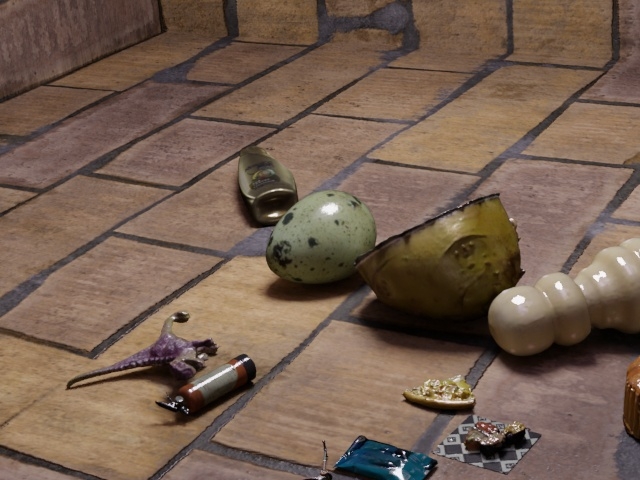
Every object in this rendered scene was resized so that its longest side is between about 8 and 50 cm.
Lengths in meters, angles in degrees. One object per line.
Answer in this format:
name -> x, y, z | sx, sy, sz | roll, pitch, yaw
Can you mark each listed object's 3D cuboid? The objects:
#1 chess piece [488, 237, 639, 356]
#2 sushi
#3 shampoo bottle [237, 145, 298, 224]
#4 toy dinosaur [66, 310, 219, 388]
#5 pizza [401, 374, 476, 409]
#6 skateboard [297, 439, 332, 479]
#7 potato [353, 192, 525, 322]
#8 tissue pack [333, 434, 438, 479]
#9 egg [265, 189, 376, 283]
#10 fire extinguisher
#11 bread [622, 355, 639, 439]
chess piece -> 0.430, 0.113, 2.058 | 0.299, 0.167, 0.167 | -18, 26, -11
sushi -> 0.248, 0.292, 1.817 | 0.126, 0.026, 0.120 | 11, 29, 34
shampoo bottle -> -0.126, -0.136, 2.796 | 0.125, 0.084, 0.350 | -10, 23, -5
toy dinosaur -> -0.282, 0.194, 2.092 | 0.251, 0.072, 0.200 | 6, 25, 27
pizza -> 0.200, 0.236, 1.957 | 0.122, 0.026, 0.108 | 6, 24, 25
skateboard -> -0.011, 0.332, 1.784 | 0.063, 0.032, 0.083 | -12, 25, 11
potato -> 0.217, 0.062, 2.166 | 0.299, 0.196, 0.246 | -27, -10, 28
tissue pack -> 0.095, 0.322, 1.784 | 0.138, 0.028, 0.085 | 7, 27, 34
egg -> 0.000, 0.000, 2.351 | 0.228, 0.177, 0.177 | -28, 30, -15
fire extinguisher -> -0.186, 0.241, 1.996 | 0.177, 0.050, 0.062 | -25, 49, -39
bread -> 0.547, 0.229, 1.800 | 0.199, 0.104, 0.199 | -6, 25, 3
